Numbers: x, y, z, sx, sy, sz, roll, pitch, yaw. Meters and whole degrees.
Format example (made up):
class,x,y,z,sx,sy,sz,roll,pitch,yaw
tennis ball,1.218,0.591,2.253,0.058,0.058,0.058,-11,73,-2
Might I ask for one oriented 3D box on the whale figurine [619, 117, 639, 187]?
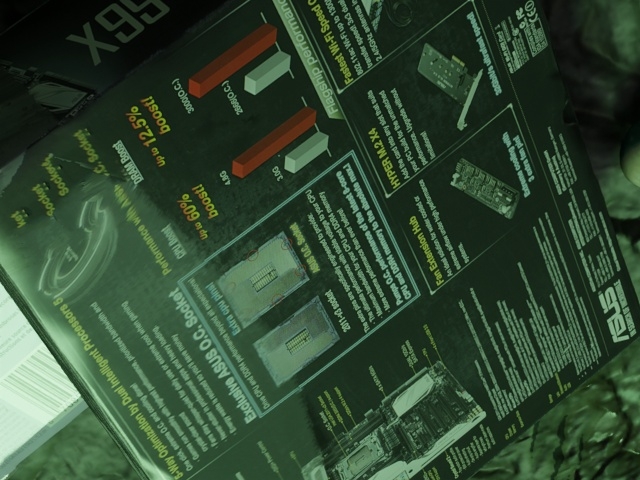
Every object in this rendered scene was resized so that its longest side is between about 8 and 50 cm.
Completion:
class,x,y,z,sx,sy,sz,roll,pitch,yaw
whale figurine,0.232,-0.117,0.733,0.216,0.141,0.272,2,152,-21

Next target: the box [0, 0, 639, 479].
class,x,y,z,sx,sy,sz,roll,pitch,yaw
box,0.000,0.000,0.713,0.242,0.076,0.307,-38,133,-11

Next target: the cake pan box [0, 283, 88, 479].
class,x,y,z,sx,sy,sz,roll,pitch,yaw
cake pan box,-0.238,0.043,0.717,0.267,0.070,0.245,-40,132,14
